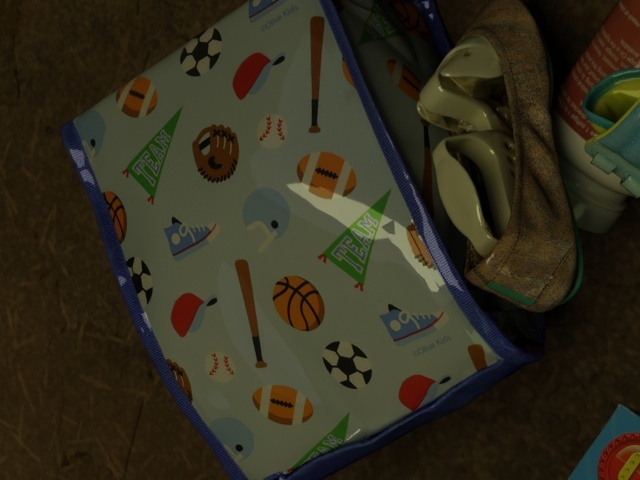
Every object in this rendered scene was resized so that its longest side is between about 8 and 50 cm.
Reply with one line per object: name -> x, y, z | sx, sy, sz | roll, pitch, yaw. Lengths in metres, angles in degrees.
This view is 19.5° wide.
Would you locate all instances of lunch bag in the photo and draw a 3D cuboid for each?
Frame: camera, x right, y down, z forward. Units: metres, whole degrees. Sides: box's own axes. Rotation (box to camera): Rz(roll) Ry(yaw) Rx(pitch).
lunch bag -> 0.000, 0.000, 1.657 | 0.328, 0.239, 0.385 | -32, 70, 30

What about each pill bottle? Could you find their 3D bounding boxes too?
pill bottle -> 0.262, -0.117, 1.545 | 0.121, 0.121, 0.216 | 43, 115, 21

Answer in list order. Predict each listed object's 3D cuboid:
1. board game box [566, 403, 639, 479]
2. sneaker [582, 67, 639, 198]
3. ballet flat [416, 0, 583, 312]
board game box -> 0.273, 0.336, 1.428 | 0.308, 0.086, 0.302 | 36, 95, 32
sneaker -> 0.292, -0.029, 1.470 | 0.208, 0.127, 0.319 | 25, 138, 14
ballet flat -> 0.138, -0.088, 1.516 | 0.107, 0.106, 0.316 | 125, 146, -44
